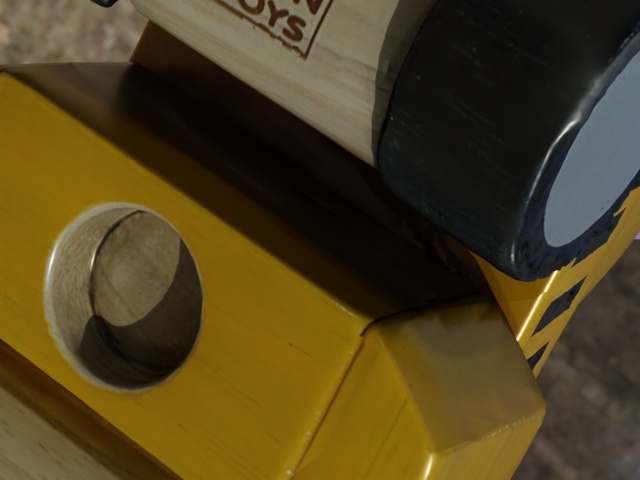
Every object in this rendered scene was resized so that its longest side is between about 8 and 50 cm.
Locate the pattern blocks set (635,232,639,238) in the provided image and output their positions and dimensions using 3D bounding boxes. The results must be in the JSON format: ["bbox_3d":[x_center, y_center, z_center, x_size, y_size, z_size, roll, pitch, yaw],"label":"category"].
[{"bbox_3d":[0.135,-0.159,0.823,0.026,0.285,0.325,-8,115,-52],"label":"pattern blocks set"}]

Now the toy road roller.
[{"bbox_3d":[0.000,0.000,0.633,0.240,0.202,0.329,-6,127,-63],"label":"toy road roller"}]
